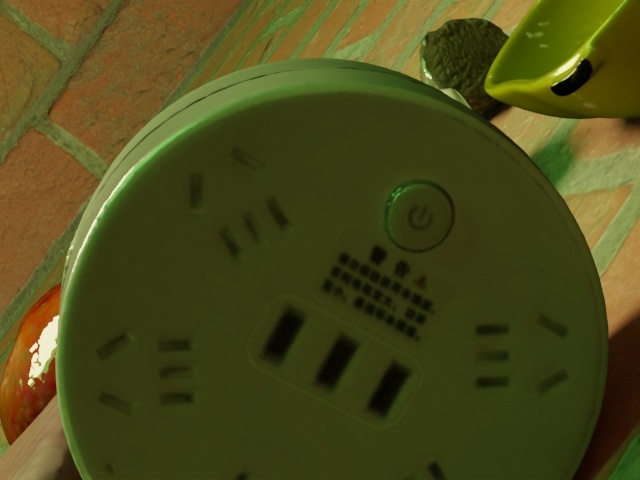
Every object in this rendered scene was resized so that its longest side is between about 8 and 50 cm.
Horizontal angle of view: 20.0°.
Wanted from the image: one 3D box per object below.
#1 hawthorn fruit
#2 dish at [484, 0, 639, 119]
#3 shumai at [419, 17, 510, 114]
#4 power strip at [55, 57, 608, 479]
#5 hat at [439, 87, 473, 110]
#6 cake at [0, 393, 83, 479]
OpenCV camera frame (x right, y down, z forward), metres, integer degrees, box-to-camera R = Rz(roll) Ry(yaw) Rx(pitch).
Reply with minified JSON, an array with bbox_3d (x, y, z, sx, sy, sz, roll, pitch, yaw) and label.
[{"bbox_3d":[-0.188,0.140,1.780,0.254,0.254,0.300,-53,10,-5],"label":"hawthorn fruit"},{"bbox_3d":[0.247,-0.164,1.410,0.221,0.108,0.262,-51,11,4],"label":"dish"},{"bbox_3d":[0.142,-0.157,1.813,0.124,0.099,0.087,-33,-23,-36],"label":"shumai"},{"bbox_3d":[-0.003,0.068,1.140,0.357,0.357,0.161,-50,12,5],"label":"power strip"},{"bbox_3d":[0.090,-0.053,1.557,0.126,0.203,0.203,-31,14,2],"label":"hat"},{"bbox_3d":[-0.179,0.280,1.377,0.230,0.237,0.309,-45,13,26],"label":"cake"}]
